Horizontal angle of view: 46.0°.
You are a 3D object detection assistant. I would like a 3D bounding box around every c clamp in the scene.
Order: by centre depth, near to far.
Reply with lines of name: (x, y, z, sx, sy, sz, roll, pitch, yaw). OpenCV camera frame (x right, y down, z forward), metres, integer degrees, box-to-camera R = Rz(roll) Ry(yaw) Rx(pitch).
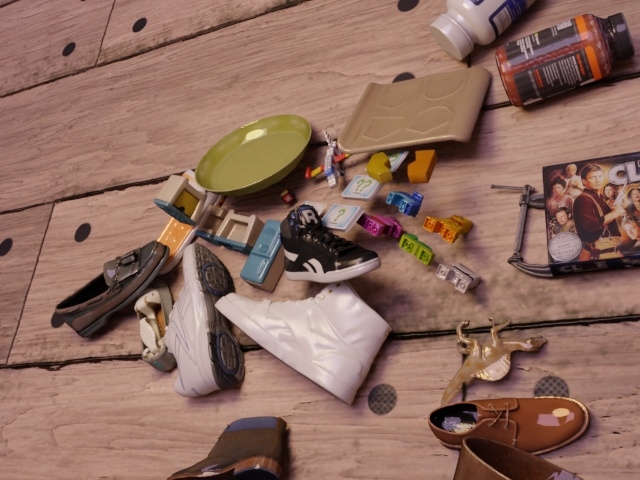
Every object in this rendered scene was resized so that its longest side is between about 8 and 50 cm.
c clamp: (0.320, -0.016, 1.133, 0.137, 0.022, 0.161, -2, 62, 24)

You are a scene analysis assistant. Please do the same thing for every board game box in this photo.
board game box: (0.439, -0.044, 1.048, 0.243, 0.042, 0.165, -8, 60, 23)

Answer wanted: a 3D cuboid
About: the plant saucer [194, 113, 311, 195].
plant saucer: (-0.122, -0.156, 1.429, 0.241, 0.037, 0.241, -18, 35, 13)

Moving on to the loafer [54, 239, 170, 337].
loafer: (-0.401, 0.085, 1.438, 0.267, 0.084, 0.096, -41, 28, 19)

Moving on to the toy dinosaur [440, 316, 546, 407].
toy dinosaur: (0.223, 0.163, 1.066, 0.183, 0.053, 0.093, -34, 53, 10)

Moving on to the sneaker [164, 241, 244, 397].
sneaker: (-0.223, 0.135, 1.325, 0.129, 0.111, 0.297, -27, 52, 23)

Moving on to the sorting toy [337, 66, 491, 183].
sorting toy: (0.148, -0.186, 1.267, 0.229, 0.041, 0.307, -1, 42, 28)

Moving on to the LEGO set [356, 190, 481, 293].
LEGO set: (0.178, -0.014, 1.185, 0.227, 0.093, 0.087, 36, 117, 35)

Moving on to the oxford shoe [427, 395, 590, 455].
oxford shoe: (0.244, 0.241, 0.996, 0.212, 0.076, 0.076, -13, 56, 23)

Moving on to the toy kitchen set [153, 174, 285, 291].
toy kitchen set: (-0.178, -0.015, 1.340, 0.207, 0.166, 0.122, 13, 72, 36)

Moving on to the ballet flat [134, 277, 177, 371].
ballet flat: (-0.309, 0.142, 1.395, 0.072, 0.068, 0.213, -32, 51, 12)

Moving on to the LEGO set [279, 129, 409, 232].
LEGO set: (0.016, -0.107, 1.308, 0.182, 0.060, 0.244, -52, 30, -16)

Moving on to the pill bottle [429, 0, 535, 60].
pill bottle: (0.286, -0.410, 1.317, 0.186, 0.112, 0.112, -43, 50, 3)

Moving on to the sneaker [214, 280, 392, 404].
sneaker: (-0.023, 0.120, 1.216, 0.292, 0.108, 0.169, 28, 79, 29)

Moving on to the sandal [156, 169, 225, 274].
sandal: (-0.272, -0.057, 1.480, 0.102, 0.076, 0.265, 19, 75, 37)

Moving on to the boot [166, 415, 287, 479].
boot: (-0.143, 0.345, 1.190, 0.219, 0.082, 0.106, -17, 34, 28)

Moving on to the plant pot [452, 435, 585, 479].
plant pot: (0.222, 0.380, 0.865, 0.215, 0.215, 0.230, 23, 91, 38)

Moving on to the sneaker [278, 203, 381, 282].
sneaker: (0.000, 0.000, 1.180, 0.217, 0.079, 0.121, -7, 100, 53)

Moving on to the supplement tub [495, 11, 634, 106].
supplement tub: (0.385, -0.290, 1.192, 0.198, 0.106, 0.106, -17, 56, 23)
